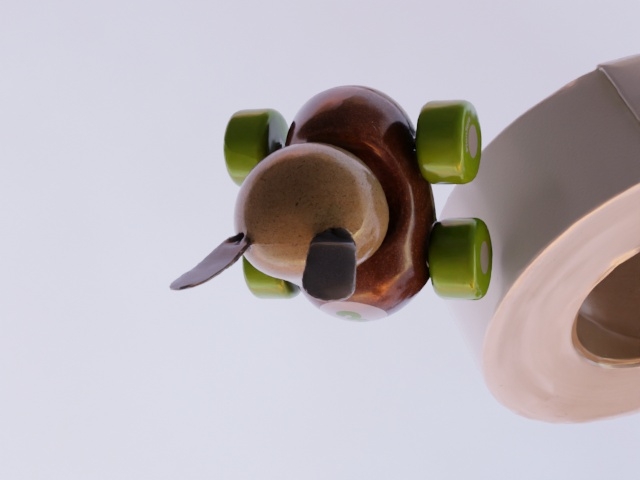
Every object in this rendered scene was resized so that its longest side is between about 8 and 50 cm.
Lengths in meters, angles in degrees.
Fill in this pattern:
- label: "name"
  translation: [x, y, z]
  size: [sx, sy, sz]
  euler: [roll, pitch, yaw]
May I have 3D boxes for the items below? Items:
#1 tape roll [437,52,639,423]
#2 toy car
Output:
- label: "tape roll"
  translation: [0.225, 0.005, 0.858]
  size: [0.286, 0.286, 0.100]
  euler: [-26, -130, 5]
- label: "toy car"
  translation: [0.000, 0.000, 0.706]
  size: [0.155, 0.188, 0.149]
  euler: [-1, -70, 22]
